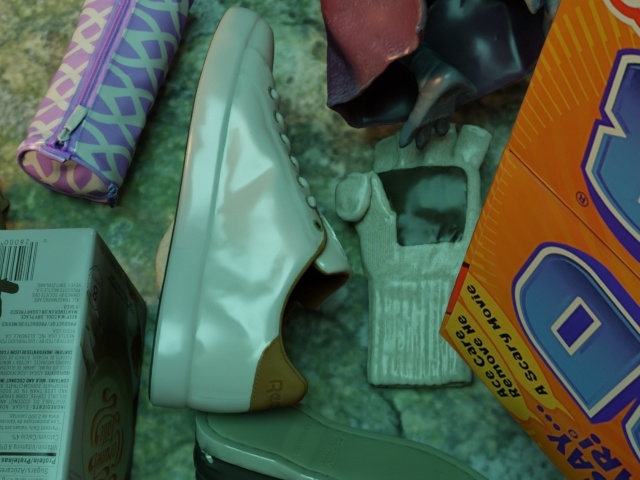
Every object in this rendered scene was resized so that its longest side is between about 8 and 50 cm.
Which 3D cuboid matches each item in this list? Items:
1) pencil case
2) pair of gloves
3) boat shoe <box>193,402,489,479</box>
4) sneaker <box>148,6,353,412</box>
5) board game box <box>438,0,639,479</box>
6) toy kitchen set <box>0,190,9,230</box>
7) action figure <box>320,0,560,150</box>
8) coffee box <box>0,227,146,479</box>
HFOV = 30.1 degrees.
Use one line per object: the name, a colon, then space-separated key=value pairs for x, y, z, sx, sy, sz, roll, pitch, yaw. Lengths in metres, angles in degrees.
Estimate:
pencil case: x=-0.165 y=-0.129 z=0.918 sx=0.086 sy=0.088 sz=0.206 roll=12 pitch=67 yaw=12
pair of gloves: x=0.000 y=0.000 z=0.857 sx=0.240 sy=0.042 sz=0.204 roll=5 pitch=67 yaw=12
boat shoe: x=0.023 y=0.167 z=0.766 sx=0.227 sy=0.069 sz=0.081 roll=21 pitch=36 yaw=16
sneaker: x=-0.037 y=-0.021 z=0.808 sx=0.123 sy=0.106 sz=0.290 roll=7 pitch=69 yaw=-3
board game box: x=0.333 y=-0.001 z=0.577 sx=0.356 sy=0.356 sz=0.356 roll=-28 pitch=63 yaw=-25
toy kitchen set: x=-0.277 y=-0.008 z=0.895 sx=0.075 sy=0.083 sz=0.068 roll=-13 pitch=106 yaw=4
action figure: x=0.032 y=-0.263 z=0.848 sx=0.248 sy=0.276 sz=0.370 roll=-22 pitch=68 yaw=2
coffee box: x=-0.185 y=0.132 z=0.773 sx=0.098 sy=0.141 sz=0.247 roll=-1 pitch=67 yaw=7
